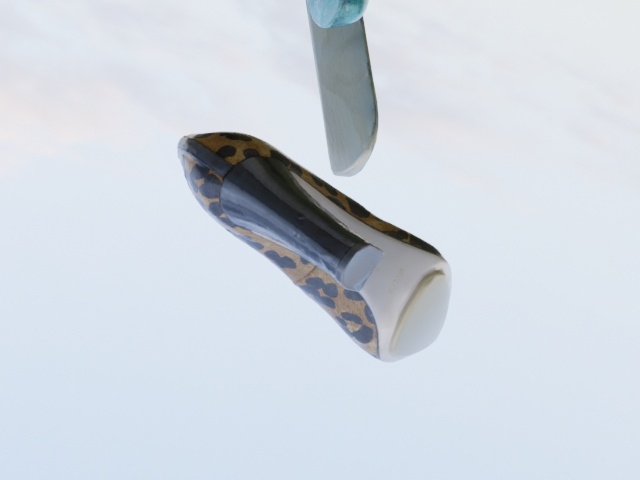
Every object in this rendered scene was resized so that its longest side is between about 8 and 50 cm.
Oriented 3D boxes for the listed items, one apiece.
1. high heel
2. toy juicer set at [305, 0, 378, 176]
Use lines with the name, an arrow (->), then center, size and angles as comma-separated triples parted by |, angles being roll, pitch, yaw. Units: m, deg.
high heel -> 0.000, 0.000, 1.147 | 0.186, 0.093, 0.261 | 36, 177, 27
toy juicer set -> 0.013, -0.203, 0.591 | 0.089, 0.329, 0.209 | -2, -125, -25
